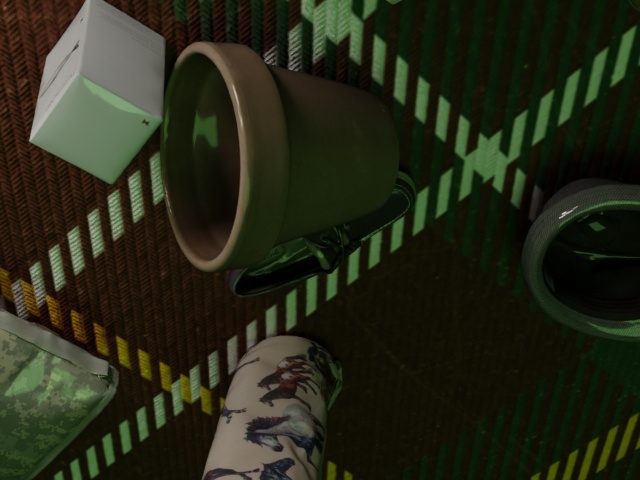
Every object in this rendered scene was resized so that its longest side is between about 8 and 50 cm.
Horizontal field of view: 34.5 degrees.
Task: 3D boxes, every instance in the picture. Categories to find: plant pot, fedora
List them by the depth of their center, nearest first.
[{"bbox_3d":[-0.041,-0.099,1.209,0.229,0.263,0.263,-4,133,-29],"label":"plant pot"},{"bbox_3d":[0.404,0.008,1.410,0.275,0.124,0.243,15,125,-9],"label":"fedora"}]

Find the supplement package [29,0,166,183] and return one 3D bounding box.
[{"bbox_3d":[-0.242,-0.170,1.140,0.105,0.179,0.105,29,120,-28],"label":"supplement package"}]

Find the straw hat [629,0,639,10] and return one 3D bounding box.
[{"bbox_3d":[0.336,-0.329,1.155,0.061,0.144,0.144,8,143,40],"label":"straw hat"}]

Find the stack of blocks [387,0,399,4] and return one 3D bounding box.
[{"bbox_3d":[-0.012,-0.326,0.879,0.297,0.171,0.087,28,156,-28],"label":"stack of blocks"}]

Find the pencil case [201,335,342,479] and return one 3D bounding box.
[{"bbox_3d":[-0.062,0.299,1.430,0.184,0.410,0.160,12,122,0],"label":"pencil case"}]

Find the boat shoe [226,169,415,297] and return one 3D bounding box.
[{"bbox_3d":[0.000,0.000,1.372,0.285,0.092,0.103,-23,129,12],"label":"boat shoe"}]

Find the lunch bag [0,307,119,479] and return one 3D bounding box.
[{"bbox_3d":[-0.449,0.200,1.435,0.287,0.169,0.235,-37,125,27],"label":"lunch bag"}]
